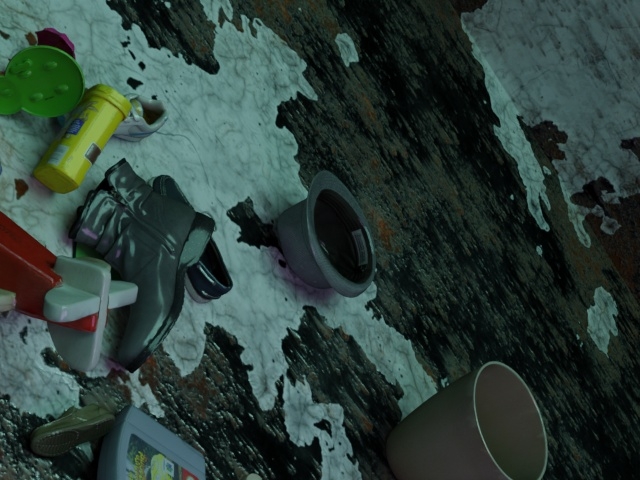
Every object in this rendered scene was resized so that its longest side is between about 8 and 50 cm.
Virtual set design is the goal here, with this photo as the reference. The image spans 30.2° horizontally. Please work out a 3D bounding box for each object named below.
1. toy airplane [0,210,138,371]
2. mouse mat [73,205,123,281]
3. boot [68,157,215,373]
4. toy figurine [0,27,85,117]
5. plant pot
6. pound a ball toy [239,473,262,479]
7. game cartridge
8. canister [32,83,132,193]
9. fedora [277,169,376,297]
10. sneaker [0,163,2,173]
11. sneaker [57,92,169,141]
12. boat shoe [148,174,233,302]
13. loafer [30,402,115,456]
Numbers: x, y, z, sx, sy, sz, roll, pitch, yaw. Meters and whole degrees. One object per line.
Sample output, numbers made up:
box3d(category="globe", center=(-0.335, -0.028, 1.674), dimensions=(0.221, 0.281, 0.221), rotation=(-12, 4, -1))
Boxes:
box3d(category="toy airplane", center=(-0.458, 0.072, 1.665), dimensions=(0.386, 0.272, 0.384), rotation=(22, 19, -28))
box3d(category="mouse mat", center=(-0.352, 0.035, 2.059), dimensions=(0.190, 0.007, 0.152), rotation=(29, 48, -42))
box3d(category="boot", center=(-0.333, 0.041, 1.996), dimensions=(0.223, 0.118, 0.338), rotation=(32, 51, -19))
box3d(category="toy figurine", center=(-0.478, -0.294, 2.008), dimensions=(0.159, 0.173, 0.130), rotation=(-98, 168, -57))
box3d(category="plant pot", center=(0.277, 0.407, 2.422), dimensions=(0.256, 0.274, 0.256), rotation=(30, 48, -40))
box3d(category="pound a ball toy", center=(-0.060, 0.578, 2.026), dimensions=(0.208, 0.136, 0.319), rotation=(11, 57, -20))
box3d(category="game cartridge", center=(-0.260, 0.395, 1.839), dimensions=(0.196, 0.060, 0.294), rotation=(37, 24, -28))
box3d(category="canister", center=(-0.398, -0.166, 1.972), dimensions=(0.073, 0.126, 0.170), rotation=(37, 68, -21))
box3d(category="fedora", center=(0.000, 0.000, 2.441), dimensions=(0.275, 0.124, 0.243), rotation=(47, 39, -37))
box3d(category="sneaker", center=(-0.565, -0.240, 1.841), dimensions=(0.147, 0.130, 0.330), rotation=(-21, 86, -53))
box3d(category="sneaker", center=(-0.373, -0.228, 2.119), dimensions=(0.229, 0.092, 0.087), rotation=(-7, 77, -53))
box3d(category="boat shoe", center=(-0.237, -0.011, 2.175), dimensions=(0.095, 0.079, 0.254), rotation=(-13, 79, -54))
box3d(category="loafer", center=(-0.386, 0.288, 1.818), dimensions=(0.148, 0.056, 0.050), rotation=(-9, 39, -47))
